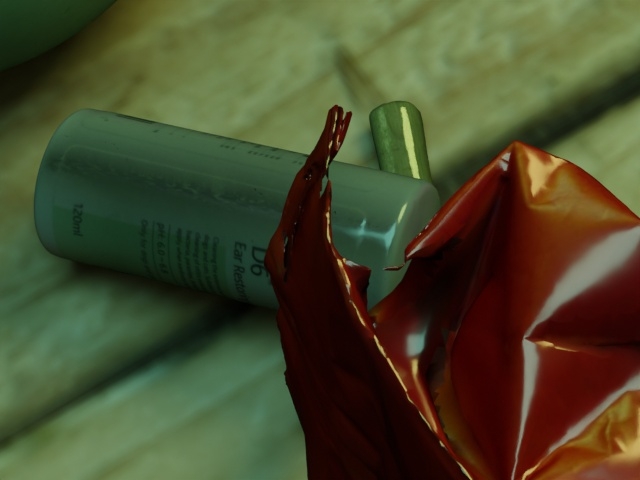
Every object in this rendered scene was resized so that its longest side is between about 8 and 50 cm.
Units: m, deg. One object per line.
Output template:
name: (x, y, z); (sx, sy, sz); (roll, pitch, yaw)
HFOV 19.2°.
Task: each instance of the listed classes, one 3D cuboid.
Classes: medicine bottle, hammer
medicine bottle: (0.000, 0.000, 0.652); (0.199, 0.057, 0.058); (13, 64, 18)
hammer: (0.045, 0.037, 0.666); (0.062, 0.013, 0.199); (-9, 63, 0)

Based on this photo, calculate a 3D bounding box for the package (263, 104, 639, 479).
package: (0.186, 0.069, 0.528); (0.423, 0.196, 0.123); (7, 63, 6)

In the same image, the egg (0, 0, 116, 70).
egg: (-0.131, -0.139, 0.694); (0.192, 0.149, 0.149); (-33, 65, -15)
